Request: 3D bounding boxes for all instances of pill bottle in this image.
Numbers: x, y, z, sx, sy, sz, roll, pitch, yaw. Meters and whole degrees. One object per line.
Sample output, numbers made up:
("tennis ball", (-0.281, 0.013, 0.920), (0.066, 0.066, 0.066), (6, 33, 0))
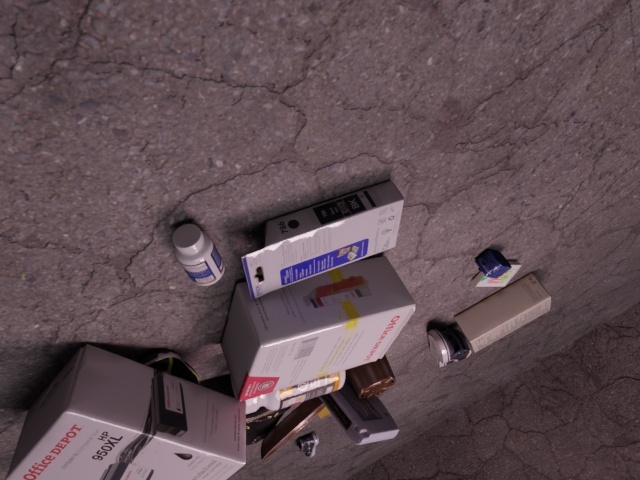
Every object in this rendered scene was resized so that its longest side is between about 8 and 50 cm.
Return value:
("pill bottle", (-0.214, 0.024, 0.892), (0.067, 0.067, 0.120), (-23, 147, -8))
("pill bottle", (-0.087, 0.356, 1.364), (0.279, 0.162, 0.162), (-12, 144, -24))

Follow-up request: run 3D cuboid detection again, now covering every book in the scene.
("book", (0.549, 0.101, 1.594), (0.144, 0.035, 0.096), (2, 134, -36))

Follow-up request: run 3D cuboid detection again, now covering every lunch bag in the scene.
("lunch bag", (0.492, 0.071, 1.472), (0.099, 0.067, 0.065), (12, 130, -44))

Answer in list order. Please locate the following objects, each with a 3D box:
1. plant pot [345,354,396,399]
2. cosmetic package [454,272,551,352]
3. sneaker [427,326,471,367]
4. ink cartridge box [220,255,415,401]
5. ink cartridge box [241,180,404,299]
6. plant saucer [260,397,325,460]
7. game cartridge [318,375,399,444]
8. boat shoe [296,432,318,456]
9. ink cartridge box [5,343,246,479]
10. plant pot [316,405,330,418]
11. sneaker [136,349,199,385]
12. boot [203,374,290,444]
("plant pot", (0.138, 0.379, 1.556), (0.167, 0.165, 0.166), (-19, 146, -14))
("cosmetic package", (0.641, 0.258, 1.801), (0.310, 0.113, 0.160), (-30, 147, 5))
("sneaker", (0.456, 0.365, 1.809), (0.128, 0.126, 0.321), (-24, 158, 3))
("ink cartridge box", (-0.013, 0.203, 1.201), (0.385, 0.160, 0.279), (-9, 144, -27))
("ink cartridge box", (0.000, 0.000, 1.019), (0.333, 0.065, 0.165), (-20, 147, -15))
("plant saucer", (-0.075, 0.572, 1.623), (0.311, 0.050, 0.310), (-38, 164, -13))
("game cartridge", (0.095, 0.486, 1.552), (0.198, 0.297, 0.062), (20, 108, -47))
("boat shoe", (-0.068, 0.903, 2.241), (0.083, 0.065, 0.183), (-9, 138, -22))
("ink cartridge box", (-0.402, 0.426, 1.104), (0.395, 0.166, 0.285), (31, 117, -28))
("plant pot", (0.006, 0.559, 1.798), (0.081, 0.081, 0.083), (-28, 136, 1))
("sneaker", (-0.341, 0.332, 1.202), (0.084, 0.097, 0.234), (-30, 148, 2))
("boot", (-0.228, 0.503, 1.498), (0.378, 0.138, 0.284), (-7, 143, -39))
